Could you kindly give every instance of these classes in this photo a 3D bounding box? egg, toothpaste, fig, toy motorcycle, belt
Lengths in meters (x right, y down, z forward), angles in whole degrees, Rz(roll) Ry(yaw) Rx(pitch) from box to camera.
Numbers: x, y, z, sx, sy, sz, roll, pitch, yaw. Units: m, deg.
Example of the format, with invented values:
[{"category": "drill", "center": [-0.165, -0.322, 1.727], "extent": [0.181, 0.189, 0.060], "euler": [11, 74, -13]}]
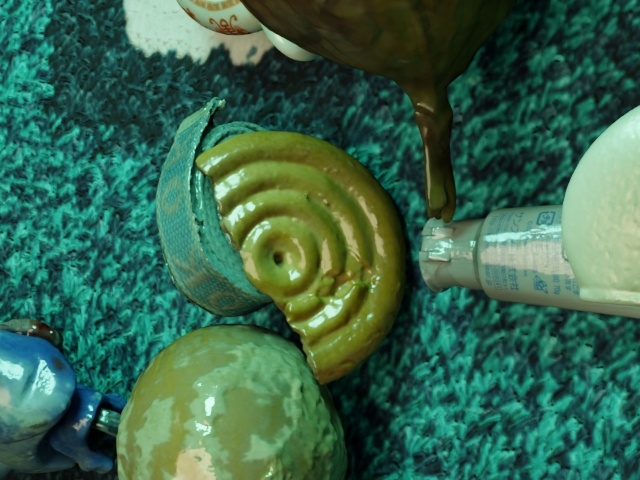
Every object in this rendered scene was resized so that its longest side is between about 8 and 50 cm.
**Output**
[{"category": "egg", "center": [-0.079, 0.178, 1.679], "extent": [0.203, 0.203, 0.245], "euler": [-47, 33, 32]}, {"category": "toothpaste", "center": [0.221, 0.013, 1.513], "extent": [0.299, 0.073, 0.114], "euler": [2, 87, 32]}, {"category": "fig", "center": [0.058, -0.193, 1.529], "extent": [0.286, 0.286, 0.369], "euler": [3, 112, 40]}, {"category": "toy motorcycle", "center": [-0.334, 0.164, 1.877], "extent": [0.319, 0.241, 0.182], "euler": [-1, 86, 38]}, {"category": "belt", "center": [-0.076, -0.018, 1.707], "extent": [0.082, 0.147, 0.163], "euler": [-24, 43, 49]}]

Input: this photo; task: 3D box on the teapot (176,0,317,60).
[{"category": "teapot", "center": [-0.065, -0.252, 1.700], "extent": [0.159, 0.116, 0.245], "euler": [-47, 62, 18]}]

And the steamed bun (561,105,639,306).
[{"category": "steamed bun", "center": [0.300, -0.028, 1.366], "extent": [0.241, 0.146, 0.164], "euler": [5, 94, 27]}]

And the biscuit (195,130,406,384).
[{"category": "biscuit", "center": [0.000, 0.000, 1.650], "extent": [0.224, 0.144, 0.033], "euler": [63, 168, 1]}]
